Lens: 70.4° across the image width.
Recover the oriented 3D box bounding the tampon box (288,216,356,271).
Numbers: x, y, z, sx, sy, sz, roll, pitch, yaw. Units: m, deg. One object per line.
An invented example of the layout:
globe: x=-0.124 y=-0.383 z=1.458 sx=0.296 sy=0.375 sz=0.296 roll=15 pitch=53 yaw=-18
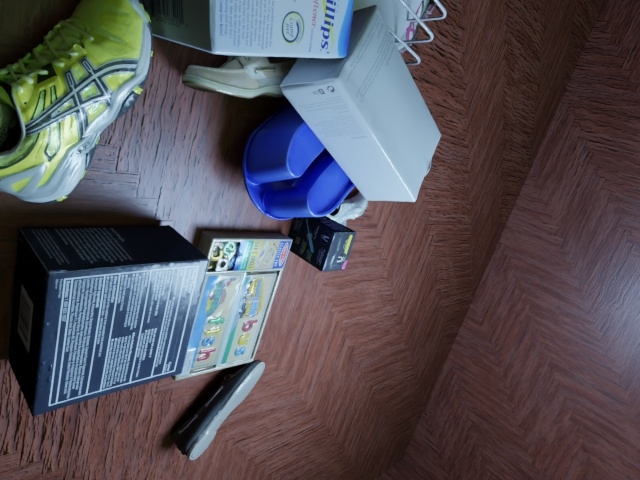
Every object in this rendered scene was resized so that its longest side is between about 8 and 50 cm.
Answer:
tampon box: x=0.000 y=0.000 z=1.296 sx=0.102 sy=0.161 sz=0.120 roll=-2 pitch=116 yaw=-48

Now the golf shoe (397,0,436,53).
golf shoe: x=0.235 y=-0.599 z=1.250 sx=0.086 sy=0.067 sz=0.186 roll=31 pitch=91 yaw=-25

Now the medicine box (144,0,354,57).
medicine box: x=-0.133 y=-0.413 z=0.782 sx=0.289 sy=0.264 sz=0.149 roll=-19 pitch=127 yaw=-41

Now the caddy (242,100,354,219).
caddy: x=-0.041 y=-0.201 z=1.100 sx=0.341 sy=0.179 sz=0.241 roll=-51 pitch=129 yaw=-33

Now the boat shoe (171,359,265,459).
boat shoe: x=-0.303 y=0.475 z=1.340 sx=0.335 sy=0.096 sz=0.112 roll=-51 pitch=158 yaw=-18

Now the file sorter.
file sorter: x=0.172 y=-0.532 z=1.092 sx=0.193 sy=0.173 sz=0.277 roll=27 pitch=93 yaw=-38

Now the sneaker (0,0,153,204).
sneaker: x=-0.391 y=-0.234 z=0.689 sx=0.384 sy=0.145 sz=0.147 roll=-63 pitch=161 yaw=2

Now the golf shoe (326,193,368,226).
golf shoe: x=0.079 y=-0.102 z=1.398 sx=0.176 sy=0.069 sz=0.086 roll=-43 pitch=134 yaw=-22

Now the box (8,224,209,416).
box: x=-0.417 y=0.136 z=0.897 sx=0.294 sy=0.183 sz=0.296 roll=-2 pitch=118 yaw=-47

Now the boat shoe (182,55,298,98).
boat shoe: x=-0.153 y=-0.350 z=0.939 sx=0.302 sy=0.109 sz=0.098 roll=-18 pitch=122 yaw=-48

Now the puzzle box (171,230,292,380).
puzzle box: x=-0.242 y=0.170 z=1.228 sx=0.272 sy=0.052 sz=0.408 roll=0 pitch=114 yaw=-49

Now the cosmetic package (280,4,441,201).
cosmetic package: x=0.112 y=-0.280 z=1.016 sx=0.385 sy=0.156 sz=0.217 roll=49 pitch=59 yaw=-42
